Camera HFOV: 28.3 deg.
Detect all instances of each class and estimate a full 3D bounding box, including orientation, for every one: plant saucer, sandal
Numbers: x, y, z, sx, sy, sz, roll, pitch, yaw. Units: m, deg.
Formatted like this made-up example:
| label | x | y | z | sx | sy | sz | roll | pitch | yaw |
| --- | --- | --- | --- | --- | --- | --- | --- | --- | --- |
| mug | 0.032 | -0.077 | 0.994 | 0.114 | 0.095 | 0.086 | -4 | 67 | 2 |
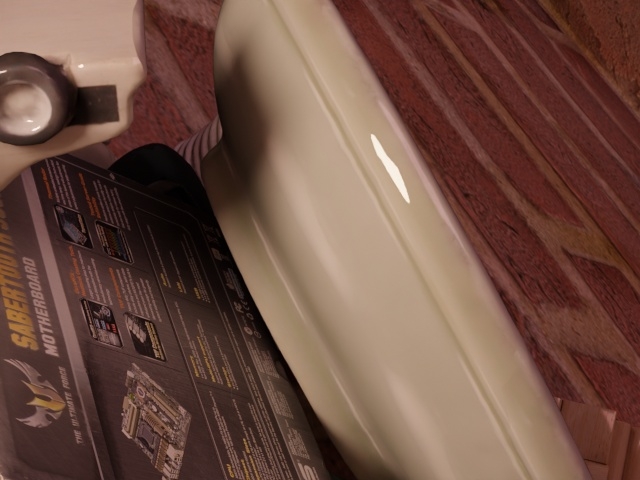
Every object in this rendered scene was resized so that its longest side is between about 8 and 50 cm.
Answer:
| label | x | y | z | sx | sy | sz | roll | pitch | yaw |
| --- | --- | --- | --- | --- | --- | --- | --- | --- | --- |
| plant saucer | 0.027 | 0.026 | 0.691 | 0.401 | 0.100 | 0.400 | 62 | 1 | -2 |
| sandal | -0.104 | 0.020 | 0.767 | 0.097 | 0.054 | 0.254 | 42 | 29 | -20 |

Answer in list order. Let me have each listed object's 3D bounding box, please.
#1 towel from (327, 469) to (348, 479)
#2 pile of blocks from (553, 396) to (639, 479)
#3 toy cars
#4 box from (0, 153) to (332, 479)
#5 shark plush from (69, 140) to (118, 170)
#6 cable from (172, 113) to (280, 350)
| label | x | y | z | sx | sy | sz | roll | pitch | yaw |
| --- | --- | --- | --- | --- | --- | --- | --- | --- | --- |
| towel | -0.070 | 0.194 | 0.531 | 0.374 | 0.090 | 0.321 | 30 | 23 | -30 |
| pile of blocks | 0.273 | 0.227 | 1.054 | 0.362 | 0.149 | 0.113 | 22 | 73 | -25 |
| toy cars | -0.230 | -0.006 | 0.445 | 0.176 | 0.087 | 0.393 | 29 | 46 | 34 |
| box | -0.094 | 0.053 | 0.558 | 0.183 | 0.056 | 0.231 | 23 | 28 | -40 |
| shark plush | -0.170 | -0.067 | 0.852 | 0.067 | 0.073 | 0.161 | 23 | 11 | 40 |
| cable | 0.000 | 0.000 | 0.968 | 0.257 | 0.089 | 0.257 | 33 | 25 | -24 |
